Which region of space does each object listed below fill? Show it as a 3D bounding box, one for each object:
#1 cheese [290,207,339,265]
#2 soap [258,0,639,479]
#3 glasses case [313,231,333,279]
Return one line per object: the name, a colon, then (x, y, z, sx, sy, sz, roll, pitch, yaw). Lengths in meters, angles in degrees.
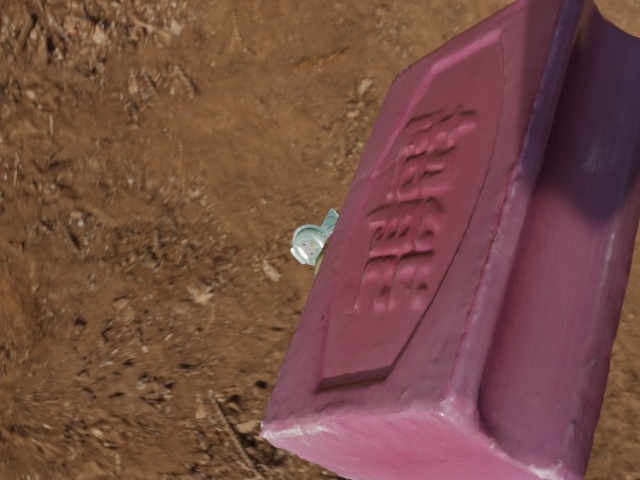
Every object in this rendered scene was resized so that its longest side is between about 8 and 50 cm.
cheese: (0.000, 0.000, 1.366, 0.067, 0.120, 0.026, 51, 44, -5)
soap: (0.111, 0.005, 0.711, 0.128, 0.233, 0.360, 33, 61, -22)
glasses case: (0.160, 0.136, 1.111, 0.425, 0.156, 0.098, 49, 39, -21)
